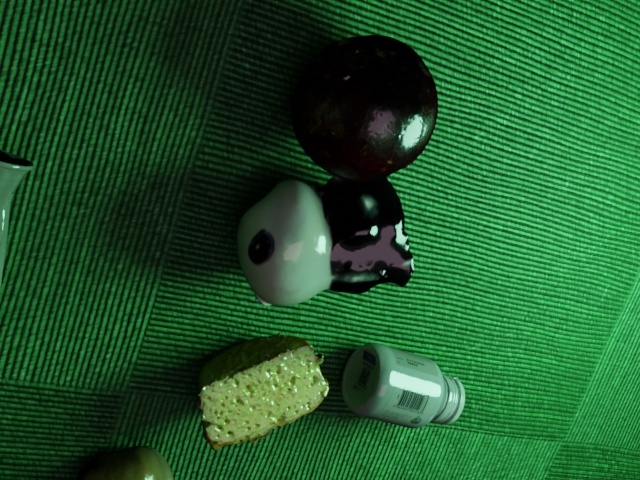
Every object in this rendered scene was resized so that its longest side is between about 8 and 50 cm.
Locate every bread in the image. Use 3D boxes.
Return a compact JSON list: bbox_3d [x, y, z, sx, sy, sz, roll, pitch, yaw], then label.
[{"bbox_3d":[-0.111,0.241,1.453,0.229,0.139,0.143,-19,114,-16],"label":"bread"}]

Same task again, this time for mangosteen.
[{"bbox_3d":[0.087,-0.186,1.337,0.231,0.231,0.289,-49,142,1],"label":"mangosteen"}]

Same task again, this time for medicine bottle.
[{"bbox_3d":[0.159,0.277,1.586,0.215,0.135,0.135,20,101,-29],"label":"medicine bottle"}]

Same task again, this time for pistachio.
[{"bbox_3d":[-0.336,0.438,1.425,0.165,0.130,0.210,30,53,5],"label":"pistachio"}]

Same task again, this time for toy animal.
[{"bbox_3d":[-0.003,-0.008,1.372,0.266,0.212,0.213,-5,112,-10],"label":"toy animal"}]

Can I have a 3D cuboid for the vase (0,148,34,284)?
[{"bbox_3d":[-0.511,0.046,1.199,0.165,0.165,0.360,17,99,-28],"label":"vase"}]
